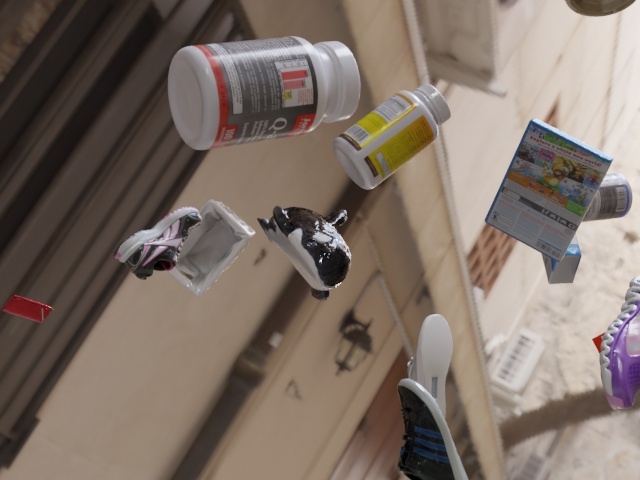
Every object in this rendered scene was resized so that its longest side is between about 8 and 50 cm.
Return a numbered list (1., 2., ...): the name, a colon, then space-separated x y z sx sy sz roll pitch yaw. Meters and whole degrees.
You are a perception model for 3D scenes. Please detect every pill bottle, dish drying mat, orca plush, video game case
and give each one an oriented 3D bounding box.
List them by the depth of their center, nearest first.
1. video game case: 0.303 -0.066 1.401 0.119 0.015 0.166 30 -56 17
2. orca plush: 0.000 0.000 1.506 0.151 0.102 0.287 61 -9 -4
3. dish drying mat: -0.447 0.105 1.600 0.008 0.032 0.083 48 9 31
4. pill bottle: 0.448 -0.070 1.763 0.137 0.078 0.078 -6 -3 -20
5. pill bottle: 0.137 -0.199 1.956 0.117 0.215 0.117 51 -10 13
6. pill bottle: -0.113 -0.312 2.166 0.210 0.362 0.210 31 -54 54

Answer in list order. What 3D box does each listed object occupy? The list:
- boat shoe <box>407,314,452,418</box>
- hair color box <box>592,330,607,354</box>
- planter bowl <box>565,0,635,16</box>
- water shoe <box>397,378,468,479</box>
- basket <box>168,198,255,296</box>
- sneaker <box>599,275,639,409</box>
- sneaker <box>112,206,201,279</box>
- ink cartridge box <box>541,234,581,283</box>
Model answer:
1. boat shoe: 0.161 0.206 1.613 0.066 0.184 0.063 3 -5 -36
2. hair color box: 0.588 0.222 2.027 0.141 0.072 0.043 47 18 -41
3. planter bowl: 0.359 -0.359 1.349 0.162 0.109 0.162 1 -26 0
4. water shoe: 0.144 0.296 1.479 0.203 0.080 0.073 65 -18 10
5. basket: -0.218 0.012 2.066 0.113 0.167 0.103 42 10 3
6. sneaker: 0.464 0.140 1.461 0.104 0.236 0.095 5 -49 34
7. sneaker: -0.254 0.011 1.700 0.077 0.178 0.072 54 -42 1
8. ink cartridge box: 0.460 0.009 2.023 0.052 0.122 0.088 -3 -39 -4
